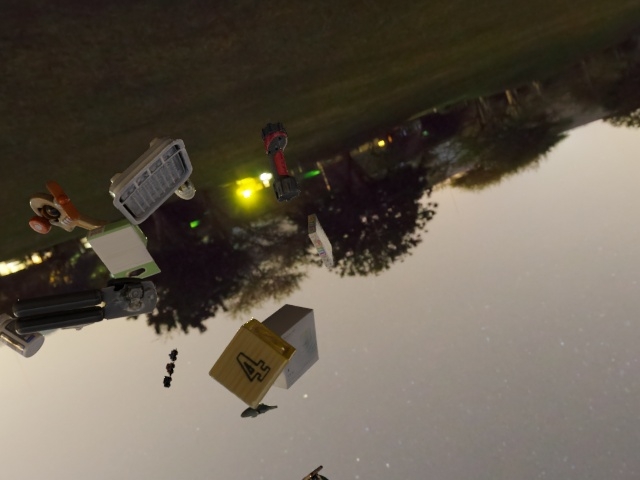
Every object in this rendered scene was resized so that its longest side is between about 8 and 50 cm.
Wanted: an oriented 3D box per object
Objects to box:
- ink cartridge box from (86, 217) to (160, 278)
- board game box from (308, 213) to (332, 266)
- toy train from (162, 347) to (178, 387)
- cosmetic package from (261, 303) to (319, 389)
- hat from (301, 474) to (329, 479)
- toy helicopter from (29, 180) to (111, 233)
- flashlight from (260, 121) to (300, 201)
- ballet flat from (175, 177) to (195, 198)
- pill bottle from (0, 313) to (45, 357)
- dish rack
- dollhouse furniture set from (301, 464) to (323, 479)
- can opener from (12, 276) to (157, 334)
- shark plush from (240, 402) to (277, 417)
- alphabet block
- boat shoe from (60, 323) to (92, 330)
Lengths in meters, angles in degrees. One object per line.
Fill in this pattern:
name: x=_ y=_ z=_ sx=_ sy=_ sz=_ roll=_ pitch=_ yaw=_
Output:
ink cartridge box: x=-0.702 y=0.040 z=1.983 sx=0.171 sy=0.235 sz=0.056 roll=-19 pitch=-141 yaw=4
board game box: x=0.000 y=0.000 z=1.841 sx=0.026 sy=0.154 sz=0.103 roll=-18 pitch=-143 yaw=12
toy train: x=-0.596 y=0.504 z=2.184 sx=0.036 sy=0.158 sz=0.027 roll=12 pitch=153 yaw=-10
cosmetic package: x=-0.125 y=0.389 z=2.054 sx=0.138 sy=0.225 sz=0.224 roll=5 pitch=-157 yaw=31
hat: x=-0.065 y=1.018 z=2.130 sx=0.208 sy=0.173 sz=0.183 roll=9 pitch=141 yaw=-31
toy helicopter: x=-1.009 y=-0.107 z=2.254 sx=0.235 sy=0.355 sz=0.140 roll=118 pitch=-9 yaw=-50
flashlight: x=-0.146 y=-0.302 z=2.099 sx=0.103 sy=0.304 sz=0.103 roll=-7 pitch=155 yaw=-24
ballet flat: x=-0.585 y=-0.246 z=2.285 sx=0.086 sy=0.248 sz=0.086 roll=-11 pitch=-132 yaw=13
pill bottle: x=-0.888 y=0.276 z=1.610 sx=0.078 sy=0.137 sz=0.078 roll=-58 pitch=175 yaw=-8
dish rack: x=-0.553 y=-0.200 z=1.787 sx=0.285 sy=0.072 sz=0.333 roll=-48 pitch=175 yaw=-13
dollhouse furniture set: x=-0.044 y=0.812 z=1.694 sx=0.183 sy=0.129 sz=0.129 roll=-8 pitch=143 yaw=-54
can opener: x=-0.494 y=0.133 z=1.176 sx=0.283 sy=0.076 sz=0.095 roll=-7 pitch=-162 yaw=-26
shark plush: x=-0.261 y=0.740 z=2.374 sx=0.161 sy=0.073 sz=0.067 roll=-2 pitch=-179 yaw=13
alphabet block: x=-0.218 y=0.399 z=1.813 sx=0.197 sy=0.193 sz=0.192 roll=-55 pitch=177 yaw=2
boat shoe: x=-0.722 y=0.251 z=1.640 sx=0.100 sy=0.035 sz=0.035 roll=-3 pitch=-163 yaw=-20
